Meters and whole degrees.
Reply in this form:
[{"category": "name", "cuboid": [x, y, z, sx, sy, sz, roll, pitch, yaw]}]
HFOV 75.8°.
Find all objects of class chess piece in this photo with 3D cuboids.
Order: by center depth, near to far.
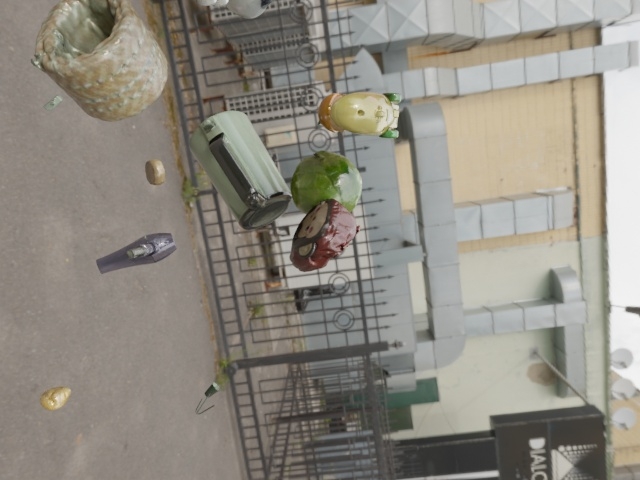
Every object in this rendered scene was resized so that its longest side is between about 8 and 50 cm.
[{"category": "chess piece", "cuboid": [-0.526, -0.217, 1.307, 0.083, 0.038, 0.084, 16, -67, 45]}]

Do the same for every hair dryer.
[{"category": "hair dryer", "cuboid": [-0.706, 0.047, 1.553, 0.121, 0.300, 0.361, 70, -18, -4]}]

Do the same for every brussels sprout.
[{"category": "brussels sprout", "cuboid": [0.014, -0.176, 1.317, 0.244, 0.243, 0.244, -7, 90, -87]}]

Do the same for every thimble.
[{"category": "thimble", "cuboid": [-0.403, -0.352, 0.769, 0.148, 0.195, 0.229, 69, 18, -64]}]

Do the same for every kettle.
[{"category": "kettle", "cuboid": [-0.287, -0.257, 1.454, 0.377, 0.249, 0.361, 58, -1, 13]}]

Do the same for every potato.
[{"category": "potato", "cuboid": [-0.776, 0.461, 1.207, 0.062, 0.068, 0.083, -57, 177, -5]}]

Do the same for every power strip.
[{"category": "power strip", "cuboid": [-0.748, -0.386, 1.151, 0.136, 0.051, 0.019, 34, -16, 54]}]

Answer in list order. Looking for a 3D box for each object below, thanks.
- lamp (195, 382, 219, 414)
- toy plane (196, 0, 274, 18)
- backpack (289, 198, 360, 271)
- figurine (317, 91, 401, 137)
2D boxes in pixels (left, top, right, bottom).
[{"category": "lamp", "cuboid": [-0.341, 0.475, 1.237, 0.041, 0.054, 0.121, 49, -2, -5]}, {"category": "toy plane", "cuboid": [-0.101, -0.433, 0.568, 0.252, 0.118, 0.252, -61, 173, -13]}, {"category": "backpack", "cuboid": [-0.002, -0.001, 1.175, 0.138, 0.229, 0.229, 37, 22, -18]}, {"category": "figurine", "cuboid": [0.099, -0.359, 1.159, 0.324, 0.222, 0.124, -28, 126, -60]}]
